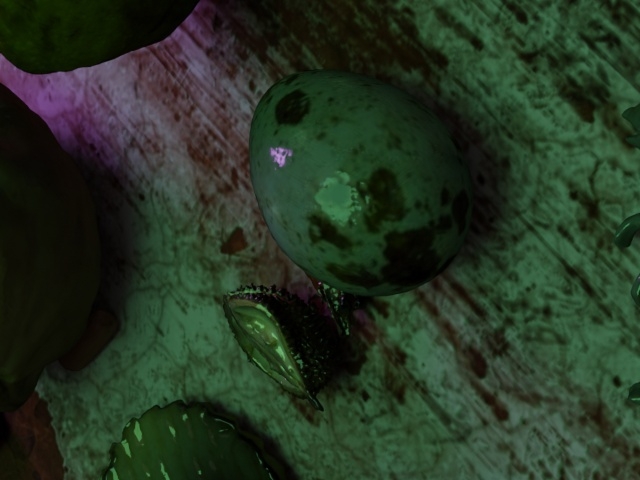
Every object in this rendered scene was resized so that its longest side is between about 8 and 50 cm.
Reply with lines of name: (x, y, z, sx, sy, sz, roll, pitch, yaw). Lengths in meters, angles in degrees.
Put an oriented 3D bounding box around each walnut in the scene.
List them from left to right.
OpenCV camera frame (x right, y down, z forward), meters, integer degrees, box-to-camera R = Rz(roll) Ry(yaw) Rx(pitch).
walnut: (-0.397, 0.001, 1.606, 0.383, 0.383, 0.384, 6, 99, 39)

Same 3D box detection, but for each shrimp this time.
shrimp: (0.000, 0.000, 1.451, 0.091, 0.043, 0.184, -40, 64, 43)

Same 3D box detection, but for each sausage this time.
sausage: (-0.239, 0.103, 1.662, 0.083, 0.034, 0.034, -46, 67, 33)

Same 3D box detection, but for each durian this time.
durian: (-0.023, 0.088, 1.453, 0.140, 0.071, 0.110, 49, 162, 18)

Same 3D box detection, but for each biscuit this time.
biscuit: (-0.142, 0.257, 1.598, 0.187, 0.036, 0.273, 53, 124, 20)

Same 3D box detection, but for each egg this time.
egg: (0.026, -0.054, 1.337, 0.231, 0.169, 0.169, 50, 124, 34)

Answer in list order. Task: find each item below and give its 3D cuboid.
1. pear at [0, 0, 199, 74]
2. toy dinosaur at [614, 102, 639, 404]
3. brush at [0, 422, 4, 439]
pear: (-0.221, -0.349, 1.405, 0.352, 0.352, 0.413, -2, 92, 40)
toy dinosaur: (0.317, 0.082, 1.171, 0.393, 0.092, 0.205, 45, 117, 29)
brush: (-0.453, 0.294, 1.851, 0.070, 0.051, 0.323, 52, 124, 19)
